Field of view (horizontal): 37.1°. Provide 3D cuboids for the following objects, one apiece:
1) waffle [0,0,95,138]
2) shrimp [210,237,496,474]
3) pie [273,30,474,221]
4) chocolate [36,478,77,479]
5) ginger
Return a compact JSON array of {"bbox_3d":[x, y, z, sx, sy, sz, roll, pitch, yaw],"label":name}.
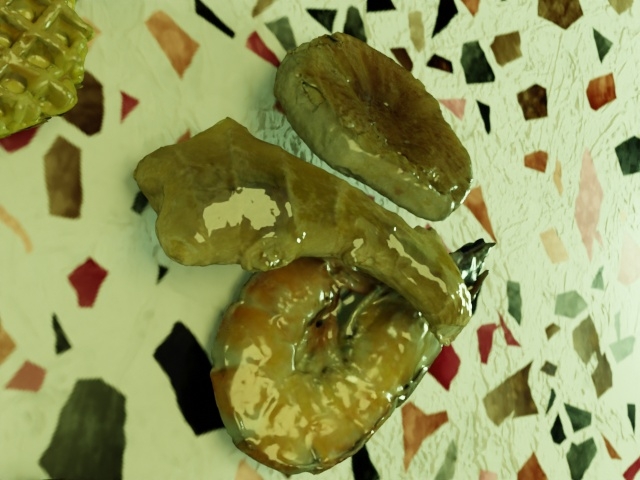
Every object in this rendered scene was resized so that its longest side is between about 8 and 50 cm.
[{"bbox_3d":[-0.238,-0.130,0.614,0.194,0.051,0.149,-27,91,-33],"label":"waffle"},{"bbox_3d":[0.032,0.060,0.790,0.317,0.062,0.164,-37,101,-35],"label":"shrimp"},{"bbox_3d":[0.047,-0.100,0.796,0.195,0.046,0.195,29,35,-23],"label":"pie"},{"bbox_3d":[-0.157,0.207,0.598,0.133,0.127,0.124,-34,134,-50],"label":"chocolate"},{"bbox_3d":[0.000,0.000,0.726,0.294,0.086,0.131,25,41,-20],"label":"ginger"}]
